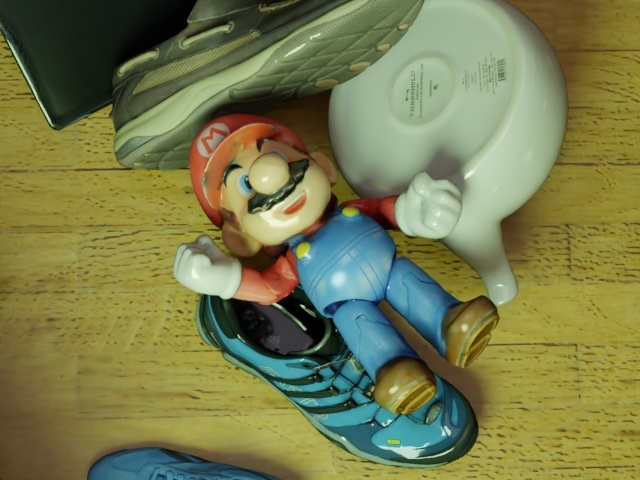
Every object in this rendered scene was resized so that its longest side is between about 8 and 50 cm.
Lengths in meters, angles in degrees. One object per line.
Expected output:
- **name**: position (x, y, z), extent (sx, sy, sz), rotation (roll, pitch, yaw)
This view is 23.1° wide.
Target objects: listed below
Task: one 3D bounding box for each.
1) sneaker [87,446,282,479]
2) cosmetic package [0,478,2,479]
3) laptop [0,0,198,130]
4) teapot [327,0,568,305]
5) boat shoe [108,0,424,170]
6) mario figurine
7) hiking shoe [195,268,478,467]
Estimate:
- **sneaker**: position (-0.118, 0.236, 1.485), extent (0.209, 0.082, 0.069), rotation (12, 79, 0)
- **cosmetic package**: position (-0.410, 0.305, 1.322), extent (0.329, 0.327, 0.394), rotation (-36, 81, -11)
- **laptop**: position (-0.221, -0.398, 1.654), extent (0.382, 0.236, 0.408), rotation (-28, 52, -10)
- **teapot**: position (0.143, -0.115, 1.537), extent (0.252, 0.187, 0.256), rotation (40, 97, 38)
- **boat shoe**: position (-0.070, -0.191, 1.495), extent (0.355, 0.132, 0.130), rotation (-27, 75, 22)
- **mario figurine**: position (0.000, 0.000, 1.386), extent (0.320, 0.170, 0.198), rotation (43, 41, 19)
- **hiking shoe**: position (0.013, 0.126, 1.492), extent (0.304, 0.132, 0.113), rotation (27, 77, 2)
